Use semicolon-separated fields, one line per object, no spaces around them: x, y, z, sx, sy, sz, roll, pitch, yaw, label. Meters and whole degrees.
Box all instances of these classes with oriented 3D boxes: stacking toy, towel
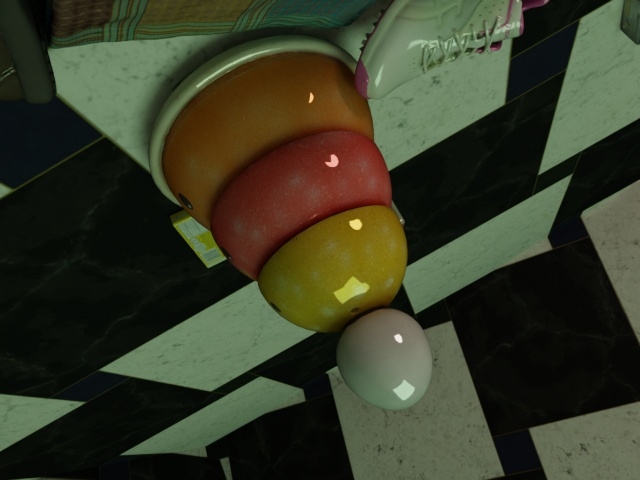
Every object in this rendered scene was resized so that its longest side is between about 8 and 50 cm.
0.000;0.000;0.712;0.350;0.480;0.351;-23;154;-12;stacking toy
-0.066;-0.252;0.517;0.370;0.040;0.271;-18;-171;-27;towel

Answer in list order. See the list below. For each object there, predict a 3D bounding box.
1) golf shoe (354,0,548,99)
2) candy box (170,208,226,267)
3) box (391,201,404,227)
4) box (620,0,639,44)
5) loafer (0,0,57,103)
0.176;-0.283;0.679;0.306;0.140;0.115;-46;161;-5;golf shoe
-0.203;-0.015;1.013;0.105;0.027;0.206;-28;156;-7;candy box
0.034;-0.025;1.092;0.232;0.149;0.127;-22;155;-11;box
0.654;-0.490;0.953;0.183;0.056;0.231;-34;154;13;box
-0.297;-0.230;0.381;0.130;0.134;0.366;-18;153;-22;loafer
